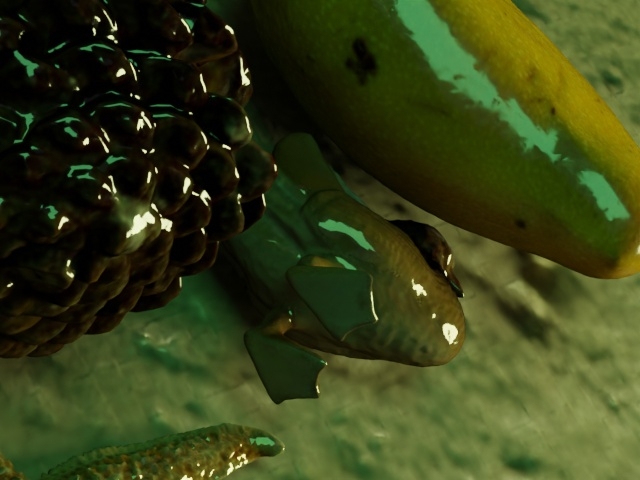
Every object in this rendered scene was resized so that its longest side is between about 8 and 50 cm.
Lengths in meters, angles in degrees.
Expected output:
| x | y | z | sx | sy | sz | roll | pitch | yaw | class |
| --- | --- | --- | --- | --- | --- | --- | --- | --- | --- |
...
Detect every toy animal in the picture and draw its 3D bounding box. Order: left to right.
| x | y | z | sx | sy | sz | roll | pitch | yaw | class |
| --- | --- | --- | --- | --- | --- | --- | --- | --- | --- |
| 0.000 | 0.000 | 0.986 | 0.188 | 0.089 | 0.179 | 38 | 28 | 0 | toy animal |

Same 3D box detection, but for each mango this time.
| x | y | z | sx | sy | sz | roll | pitch | yaw | class |
| --- | --- | --- | --- | --- | --- | --- | --- | --- | --- |
| 0.072 | -0.082 | 1.046 | 0.295 | 0.120 | 0.177 | 50 | 20 | 9 | mango |

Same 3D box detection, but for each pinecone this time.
| x | y | z | sx | sy | sz | roll | pitch | yaw | class |
| --- | --- | --- | --- | --- | --- | --- | --- | --- | --- |
| -0.157 | -0.083 | 0.854 | 0.246 | 0.246 | 0.292 | 10 | 37 | -27 | pinecone |

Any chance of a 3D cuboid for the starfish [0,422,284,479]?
| x | y | z | sx | sy | sz | roll | pitch | yaw | class |
| --- | --- | --- | --- | --- | --- | --- | --- | --- | --- |
| -0.115 | 0.157 | 0.816 | 0.295 | 0.048 | 0.231 | -7 | 51 | -39 | starfish |
